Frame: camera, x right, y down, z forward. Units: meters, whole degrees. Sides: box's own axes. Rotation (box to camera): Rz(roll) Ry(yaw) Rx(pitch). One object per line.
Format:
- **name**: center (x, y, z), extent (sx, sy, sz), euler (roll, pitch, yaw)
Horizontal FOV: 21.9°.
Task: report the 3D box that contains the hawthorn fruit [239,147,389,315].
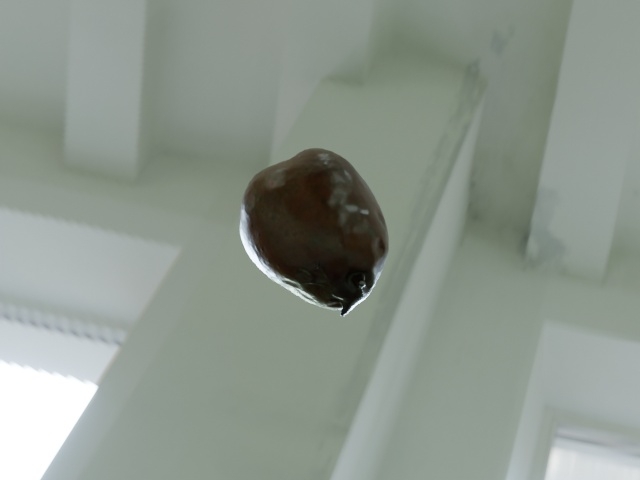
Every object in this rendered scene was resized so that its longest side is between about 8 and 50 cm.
- **hawthorn fruit**: center (0.000, 0.000, 0.909), extent (0.081, 0.081, 0.093), euler (-47, -125, 31)
